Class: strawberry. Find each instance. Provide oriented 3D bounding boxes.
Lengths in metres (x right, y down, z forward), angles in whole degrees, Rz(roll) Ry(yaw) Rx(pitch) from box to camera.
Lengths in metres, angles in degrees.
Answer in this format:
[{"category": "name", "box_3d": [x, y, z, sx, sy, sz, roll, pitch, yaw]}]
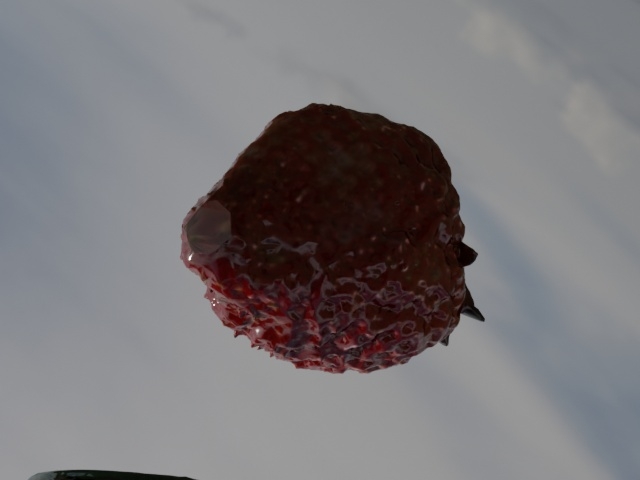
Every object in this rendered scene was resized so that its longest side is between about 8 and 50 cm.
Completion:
[{"category": "strawberry", "box_3d": [0.007, -0.001, 0.953, 0.131, 0.131, 0.148, 41, -173, 22]}]

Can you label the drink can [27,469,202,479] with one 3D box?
[{"category": "drink can", "box_3d": [-0.072, 0.187, 0.695, 0.118, 0.205, 0.118, 4, 164, 1]}]
